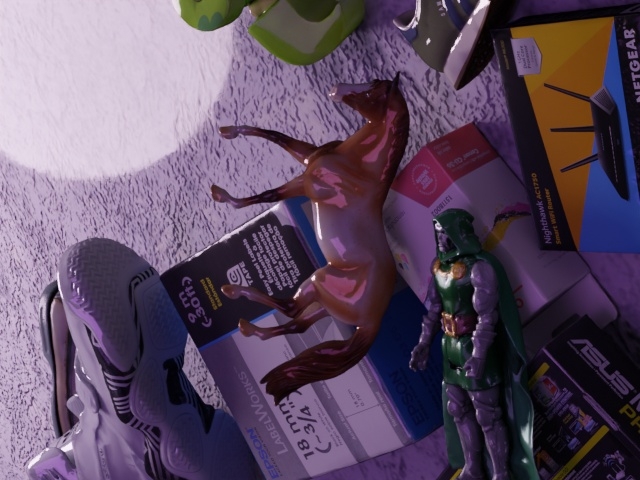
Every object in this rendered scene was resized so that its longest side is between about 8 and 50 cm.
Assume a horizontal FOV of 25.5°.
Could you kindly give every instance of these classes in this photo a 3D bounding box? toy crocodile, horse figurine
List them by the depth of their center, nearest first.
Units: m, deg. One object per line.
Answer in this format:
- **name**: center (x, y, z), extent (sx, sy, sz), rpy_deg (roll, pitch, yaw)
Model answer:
- **horse figurine**: center (0.000, 0.000, 1.157), extent (0.174, 0.066, 0.263), rpy_deg (-2, 96, 20)
- **toy crocodile**: center (-0.095, -0.287, 1.186), extent (0.105, 0.115, 0.340), rpy_deg (-38, 85, 43)

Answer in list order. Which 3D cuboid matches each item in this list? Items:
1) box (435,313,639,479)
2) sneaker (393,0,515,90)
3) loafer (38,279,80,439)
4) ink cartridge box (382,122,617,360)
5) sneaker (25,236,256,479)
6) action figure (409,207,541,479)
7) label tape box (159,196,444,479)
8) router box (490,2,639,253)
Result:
- **box**: center (0.220, 0.217, 1.161), extent (0.216, 0.060, 0.270), rpy_deg (47, 144, 17)
- **sneaker**: center (0.108, -0.205, 1.056), extent (0.086, 0.064, 0.192), rpy_deg (40, 138, 16)
- **loafer**: center (-0.256, 0.175, 1.628), extent (0.084, 0.096, 0.268), rpy_deg (2, 111, 39)
- **ink cartridge box**: center (0.135, 0.019, 1.153), extent (0.198, 0.067, 0.115), rpy_deg (52, 138, 11)
- **sneaker**: center (-0.226, 0.167, 1.475), extent (0.210, 0.137, 0.366), rpy_deg (-11, 122, 26)
- **action figure**: center (0.116, 0.088, 1.105), extent (0.137, 0.063, 0.232), rpy_deg (7, 108, 58)
- **label tape box**: center (-0.036, 0.105, 1.349), extent (0.333, 0.106, 0.241), rpy_deg (-29, 89, 49)
- **router box**: center (0.207, -0.080, 1.041), extent (0.133, 0.046, 0.179), rpy_deg (1, 112, 46)
